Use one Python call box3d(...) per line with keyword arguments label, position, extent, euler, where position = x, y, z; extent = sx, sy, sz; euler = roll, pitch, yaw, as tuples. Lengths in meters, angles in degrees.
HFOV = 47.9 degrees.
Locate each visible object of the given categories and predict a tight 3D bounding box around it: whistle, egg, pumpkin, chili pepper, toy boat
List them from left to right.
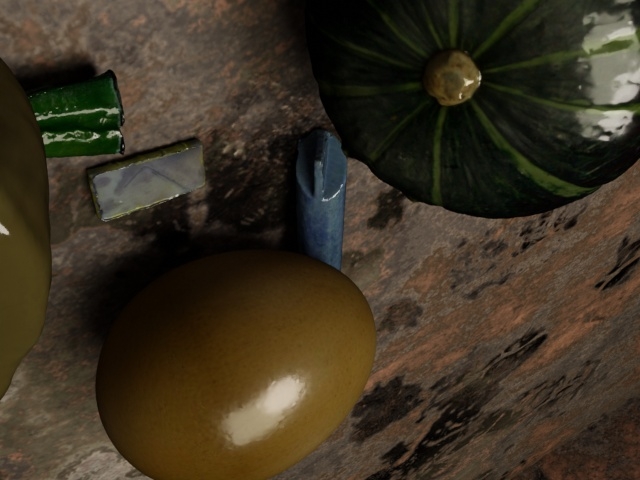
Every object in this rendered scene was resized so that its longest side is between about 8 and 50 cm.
box3d(label="chili pepper", position=(-0.272, -0.087, 0.565), extent=(0.227, 0.059, 0.088), euler=(-11, 150, -26))
box3d(label="toy boat", position=(-0.170, -0.061, 0.712), extent=(0.115, 0.016, 0.063), euler=(-21, 141, -23))
box3d(label="egg", position=(-0.085, 0.134, 0.799), extent=(0.323, 0.250, 0.250), euler=(-22, 141, -25))
box3d(label="whistle", position=(0.000, 0.000, 0.885), extent=(0.062, 0.062, 0.304), euler=(-22, 141, -20))
box3d(label="pumpkin", position=(0.139, -0.173, 0.596), extent=(0.241, 0.323, 0.323), euler=(-39, 155, -47))

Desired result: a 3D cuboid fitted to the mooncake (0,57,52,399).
box3d(label="mooncake", position=(-0.350, -0.019, 0.411), extent=(0.379, 0.200, 0.378), euler=(-11, 136, -11))
